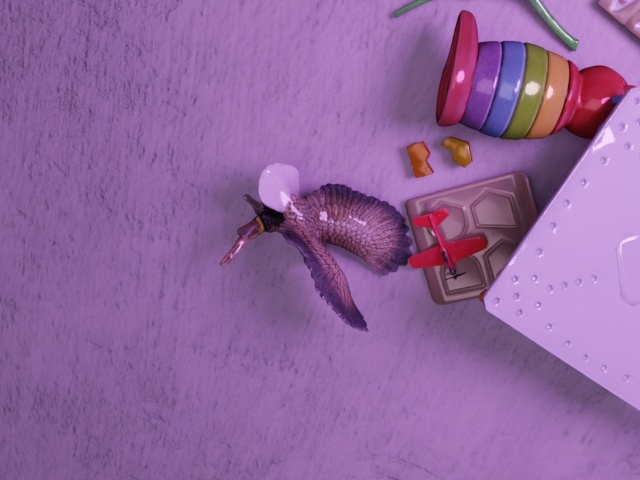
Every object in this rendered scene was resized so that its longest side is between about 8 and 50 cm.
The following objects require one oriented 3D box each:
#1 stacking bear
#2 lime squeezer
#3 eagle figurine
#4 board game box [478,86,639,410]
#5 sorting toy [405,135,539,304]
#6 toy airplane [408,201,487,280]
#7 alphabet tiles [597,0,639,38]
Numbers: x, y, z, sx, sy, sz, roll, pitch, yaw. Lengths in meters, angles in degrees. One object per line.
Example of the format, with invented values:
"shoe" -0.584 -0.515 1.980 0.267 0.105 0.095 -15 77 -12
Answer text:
"stacking bear" 0.345 -0.236 0.977 0.289 0.164 0.175 10 144 3
"lime squeezer" 0.284 -0.404 1.018 0.310 0.059 0.110 15 137 12
"eagle figurine" 0.004 0.002 1.133 0.298 0.225 0.226 24 99 22
"board game box" 0.499 0.034 0.942 0.390 0.050 0.390 33 95 -11
"sorting toy" 0.274 -0.046 1.112 0.229 0.041 0.307 -14 99 25
"toy airplane" 0.221 0.002 1.106 0.151 0.028 0.151 7 107 22
"alphabet tiles" 0.593 -0.432 0.874 0.285 0.011 0.342 43 122 5
